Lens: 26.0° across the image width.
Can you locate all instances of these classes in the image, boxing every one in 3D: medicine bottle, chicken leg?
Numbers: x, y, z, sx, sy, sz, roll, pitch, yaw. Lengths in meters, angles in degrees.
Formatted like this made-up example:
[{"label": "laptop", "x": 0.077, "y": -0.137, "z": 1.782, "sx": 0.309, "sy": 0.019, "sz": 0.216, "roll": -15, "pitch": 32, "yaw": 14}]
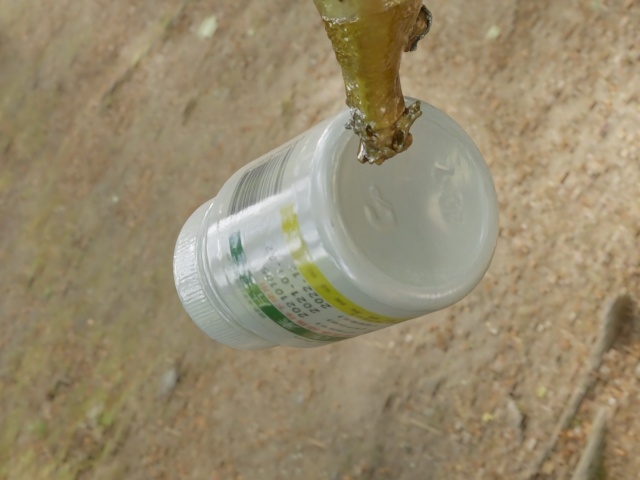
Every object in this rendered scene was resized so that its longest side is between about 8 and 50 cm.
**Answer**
[{"label": "medicine bottle", "x": 0.000, "y": 0.000, "z": 1.386, "sx": 0.340, "sy": 0.208, "sz": 0.208, "roll": -24, "pitch": 47, "yaw": 56}, {"label": "chicken leg", "x": 0.029, "y": -0.144, "z": 0.859, "sx": 0.101, "sy": 0.085, "sz": 0.207, "roll": -128, "pitch": 25, "yaw": -50}]
